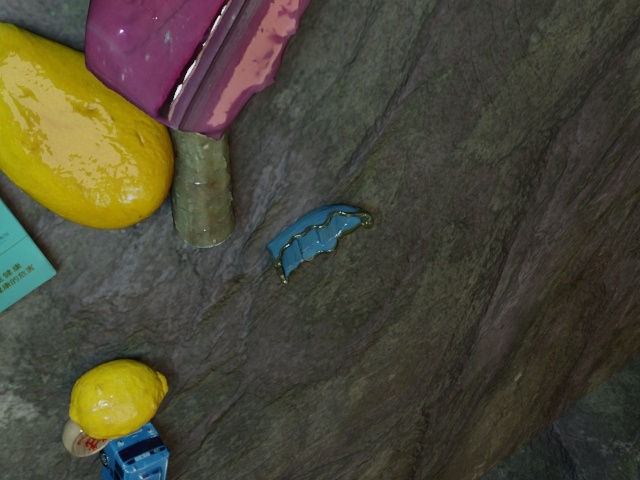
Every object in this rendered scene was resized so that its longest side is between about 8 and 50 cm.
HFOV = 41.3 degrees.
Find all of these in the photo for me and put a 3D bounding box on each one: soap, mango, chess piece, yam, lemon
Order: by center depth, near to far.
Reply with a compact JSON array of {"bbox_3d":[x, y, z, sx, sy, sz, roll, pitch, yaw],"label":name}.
[{"bbox_3d":[-0.109,-0.281,0.860,0.325,0.220,0.127,-58,152,8],"label":"soap"},{"bbox_3d":[-0.271,-0.119,0.946,0.176,0.119,0.317,-45,139,-1],"label":"mango"},{"bbox_3d":[-0.157,-0.116,1.092,0.093,0.093,0.259,-26,140,-28],"label":"yam"},{"bbox_3d":[-0.300,0.234,1.264,0.155,0.114,0.114,-18,136,-30],"label":"lemon"},{"bbox_3d":[-0.364,0.300,1.329,0.083,0.038,0.084,-30,143,-26],"label":"chess piece"}]

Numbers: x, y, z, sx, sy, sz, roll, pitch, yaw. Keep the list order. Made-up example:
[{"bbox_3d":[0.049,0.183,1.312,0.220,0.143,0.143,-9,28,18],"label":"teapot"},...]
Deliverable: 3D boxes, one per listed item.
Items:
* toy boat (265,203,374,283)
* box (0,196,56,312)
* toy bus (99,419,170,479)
[{"bbox_3d":[0.000,0.000,1.389,0.185,0.077,0.075,-35,143,-17],"label":"toy boat"},{"bbox_3d":[-0.424,0.011,0.973,0.162,0.041,0.229,-37,145,-15],"label":"box"},{"bbox_3d":[-0.311,0.395,1.421,0.090,0.106,0.185,-16,135,-34],"label":"toy bus"}]
